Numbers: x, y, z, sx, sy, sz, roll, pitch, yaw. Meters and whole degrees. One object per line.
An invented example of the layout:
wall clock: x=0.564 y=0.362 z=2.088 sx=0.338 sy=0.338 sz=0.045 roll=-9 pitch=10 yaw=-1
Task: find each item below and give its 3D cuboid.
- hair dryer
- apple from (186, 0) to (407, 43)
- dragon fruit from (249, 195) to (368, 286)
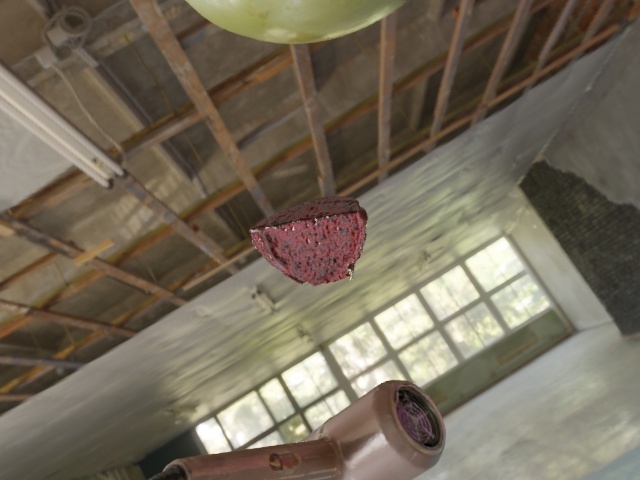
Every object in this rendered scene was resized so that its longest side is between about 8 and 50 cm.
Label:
hair dryer: x=-0.033 y=0.229 z=0.684 sx=0.344 sy=0.107 sz=0.189 roll=9 pitch=-42 yaw=-47
apple: x=-0.025 y=-0.244 z=0.353 sx=0.262 sy=0.262 sz=0.262 roll=-30 pitch=-12 yaw=-7
dragon fruit: x=0.000 y=0.000 z=0.899 sx=0.162 sy=0.106 sz=0.083 roll=-12 pitch=26 yaw=19
